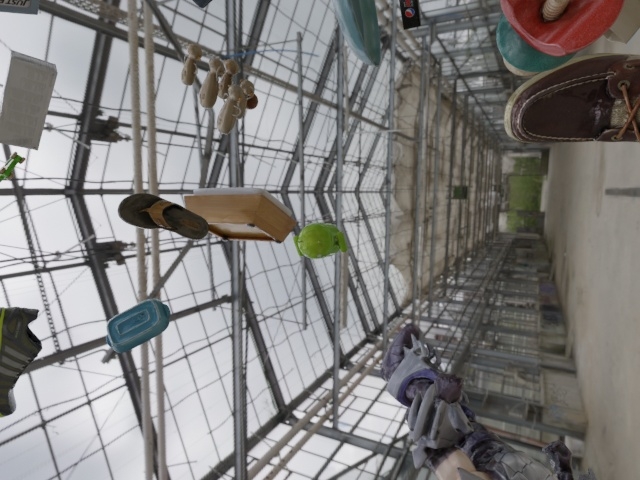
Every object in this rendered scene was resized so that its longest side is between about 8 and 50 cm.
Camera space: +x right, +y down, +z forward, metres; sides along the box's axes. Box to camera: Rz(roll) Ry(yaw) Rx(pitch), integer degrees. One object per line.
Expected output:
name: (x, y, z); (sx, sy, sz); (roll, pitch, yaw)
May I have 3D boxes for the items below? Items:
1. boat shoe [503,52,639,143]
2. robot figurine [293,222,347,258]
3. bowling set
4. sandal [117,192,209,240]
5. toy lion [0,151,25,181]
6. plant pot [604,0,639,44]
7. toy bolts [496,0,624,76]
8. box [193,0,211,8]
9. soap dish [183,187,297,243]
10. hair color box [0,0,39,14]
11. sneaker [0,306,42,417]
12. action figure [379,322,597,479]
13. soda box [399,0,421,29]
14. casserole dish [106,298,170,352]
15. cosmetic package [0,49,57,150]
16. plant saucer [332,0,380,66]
boat shoe: (0.448, -0.198, 0.580); (0.123, 0.342, 0.123); (-87, -10, -62)
robot figurine: (0.000, 0.000, 0.774); (0.115, 0.101, 0.067); (-7, -87, -69)
bowling set: (-0.264, -0.464, 1.220); (0.200, 0.287, 0.154); (-25, -20, -43)
sandal: (-0.374, -0.056, 1.009); (0.219, 0.060, 0.090); (24, -108, -28)
toy lion: (-0.905, -0.200, 1.182); (0.034, 0.096, 0.100); (46, -136, -42)
plant pot: (0.648, -0.504, 0.889); (0.109, 0.096, 0.109); (39, -148, -7)
toy bolts: (0.301, -0.249, 0.421); (0.218, 0.228, 0.158); (52, -166, 6)
box: (-0.219, -0.470, 0.560); (0.233, 0.059, 0.183); (35, -131, -41)
soap dish: (-0.255, -0.075, 1.315); (0.229, 0.291, 0.118); (39, -123, -60)
hair color box: (-0.512, -0.571, 0.611); (0.374, 0.185, 0.113); (-53, -8, 34)
sneaker: (-0.765, 0.301, 1.026); (0.121, 0.111, 0.300); (0, -73, -35)
action figure: (0.138, 0.178, 0.369); (0.185, 0.285, 0.099); (41, -93, -12)
soda box: (0.273, -0.747, 1.273); (0.169, 0.060, 0.053); (60, -147, -53)
casserole dish: (-0.517, 0.234, 1.157); (0.188, 0.114, 0.037); (-28, -26, -10)
cosmetic package: (-0.769, -0.357, 1.073); (0.099, 0.060, 0.239); (9, -54, -43)
plant saucer: (0.063, -0.511, 0.832); (0.317, 0.044, 0.317); (-9, -90, -71)
